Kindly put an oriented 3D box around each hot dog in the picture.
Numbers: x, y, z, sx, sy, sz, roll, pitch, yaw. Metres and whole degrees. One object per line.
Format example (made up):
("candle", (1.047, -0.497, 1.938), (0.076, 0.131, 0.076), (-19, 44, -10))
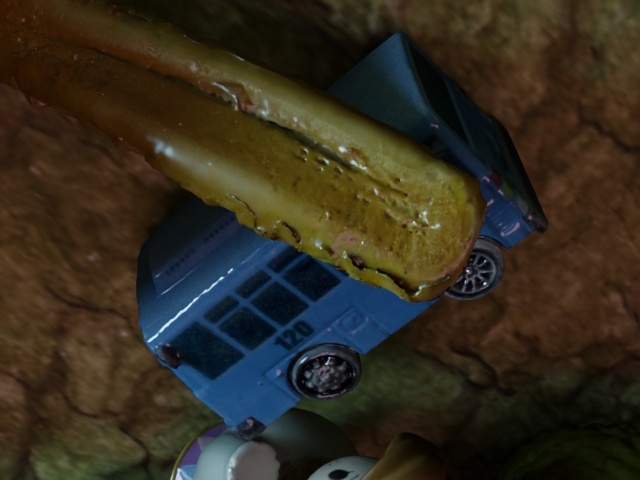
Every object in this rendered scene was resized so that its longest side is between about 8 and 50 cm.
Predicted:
("hot dog", (-0.049, -0.058, 0.668), (0.289, 0.068, 0.083), (29, 84, 14))

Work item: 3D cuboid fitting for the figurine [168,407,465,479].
("figurine", (0.015, 0.187, 0.827), (0.189, 0.263, 0.142), (39, 71, -35))

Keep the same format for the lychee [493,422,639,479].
("lychee", (0.203, 0.261, 0.910), (0.320, 0.270, 0.270), (23, 124, -4))

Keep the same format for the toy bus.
("toy bus", (0.000, 0.000, 0.769), (0.234, 0.116, 0.133), (-38, 124, 18))
